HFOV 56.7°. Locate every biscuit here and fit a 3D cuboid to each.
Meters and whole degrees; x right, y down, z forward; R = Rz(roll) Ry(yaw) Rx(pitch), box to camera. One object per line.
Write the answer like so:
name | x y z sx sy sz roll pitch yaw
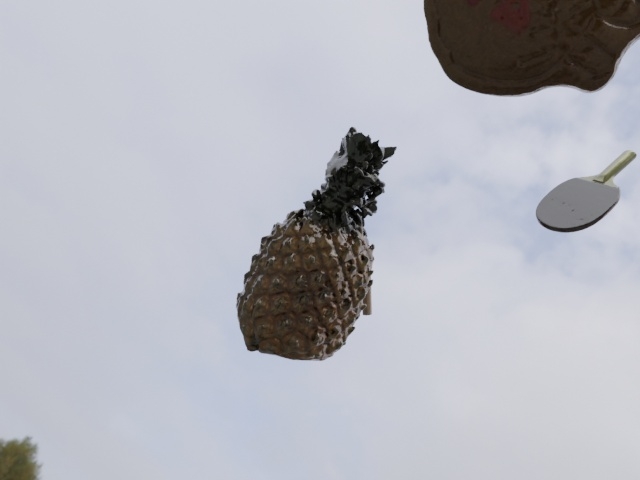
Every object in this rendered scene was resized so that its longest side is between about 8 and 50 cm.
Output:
biscuit | 0.248 -0.296 0.665 0.257 0.049 0.272 11 -82 18

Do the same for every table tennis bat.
table tennis bat | 0.337 -0.063 0.739 0.087 0.156 0.013 33 -23 56

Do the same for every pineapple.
pineapple | 0.000 0.000 0.920 0.202 0.202 0.361 25 -73 21

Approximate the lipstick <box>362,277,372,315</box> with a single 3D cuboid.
lipstick | 0.085 0.090 1.091 0.019 0.019 0.094 0 -89 39
